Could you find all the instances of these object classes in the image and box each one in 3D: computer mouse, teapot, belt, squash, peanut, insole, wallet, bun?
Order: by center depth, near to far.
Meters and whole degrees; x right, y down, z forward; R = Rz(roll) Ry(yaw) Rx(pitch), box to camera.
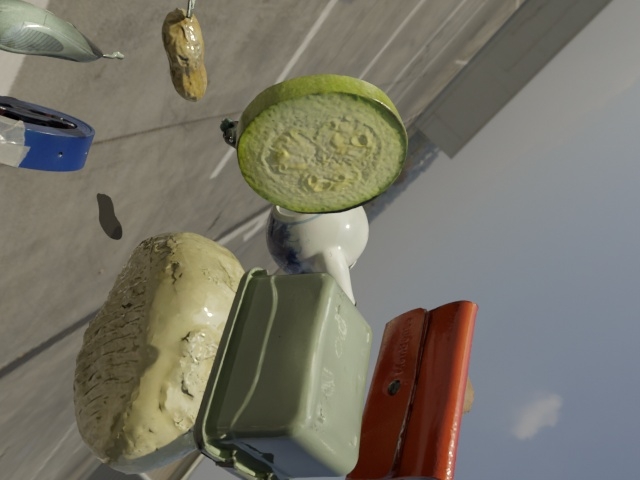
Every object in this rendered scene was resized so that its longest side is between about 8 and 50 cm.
[{"bbox_3d":[0.101,0.167,0.572,0.142,0.045,0.204,-32,-151,47],"label":"wallet"},{"bbox_3d":[-0.216,0.164,0.768,0.326,0.234,0.362,-45,-147,18],"label":"bun"},{"bbox_3d":[0.004,-0.132,0.772,0.252,0.252,0.049,-47,-144,42],"label":"squash"},{"bbox_3d":[-0.593,-0.460,1.138,0.379,0.167,0.090,-10,131,-55],"label":"computer mouse"},{"bbox_3d":[-0.305,-0.409,1.168,0.099,0.099,0.214,-45,159,-35],"label":"peanut"},{"bbox_3d":[0.000,0.000,1.286,0.252,0.280,0.424,-24,-142,-1],"label":"teapot"},{"bbox_3d":[-0.765,-0.274,1.330,0.347,0.212,0.117,6,120,-50],"label":"belt"},{"bbox_3d":[-0.604,-0.070,1.477,0.064,0.188,0.004,15,127,-45],"label":"insole"}]

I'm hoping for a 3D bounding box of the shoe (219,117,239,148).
[{"bbox_3d":[-0.216,-0.283,1.348,0.071,0.099,0.169,-55,-167,24],"label":"shoe"}]

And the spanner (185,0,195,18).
[{"bbox_3d":[-0.241,-0.613,1.033,0.093,0.026,0.326,-114,-146,-72],"label":"spanner"}]

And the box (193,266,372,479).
[{"bbox_3d":[-0.018,0.111,0.436,0.092,0.124,0.172,-11,-132,27],"label":"box"}]

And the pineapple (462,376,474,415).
[{"bbox_3d":[0.221,0.435,1.372,0.362,0.202,0.202,-43,-179,34],"label":"pineapple"}]
